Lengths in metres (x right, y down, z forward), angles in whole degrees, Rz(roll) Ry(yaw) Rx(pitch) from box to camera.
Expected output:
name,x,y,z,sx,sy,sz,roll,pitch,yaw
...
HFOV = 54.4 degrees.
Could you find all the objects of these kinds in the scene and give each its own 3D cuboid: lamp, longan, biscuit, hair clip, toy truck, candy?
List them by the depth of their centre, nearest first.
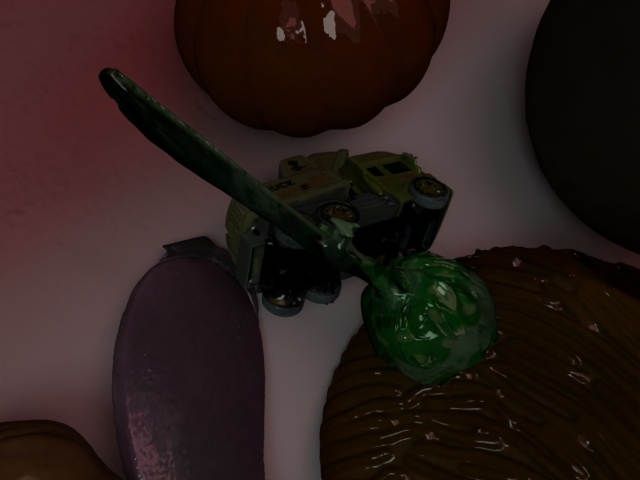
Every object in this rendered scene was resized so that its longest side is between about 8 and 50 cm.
name,x,y,z,sx,sy,sz,roll,pitch,yaw
candy,0.002,-0.001,0.394,0.323,0.097,0.097,36,63,-31
hair clip,-0.077,0.164,0.441,0.110,0.095,0.358,-10,77,-9
biscuit,0.148,0.143,0.457,0.040,0.318,0.318,56,49,-54
lamp,-0.009,-0.187,0.502,0.223,0.196,0.223,-5,58,9
toy truck,0.006,-0.021,0.519,0.191,0.085,0.116,-17,49,-31
longan,0.373,-0.152,0.595,0.361,0.361,0.361,7,73,-23

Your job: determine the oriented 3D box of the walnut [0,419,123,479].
name,x,y,z,sx,sy,sz,roll,pitch,yaw
walnut,-0.188,0.181,0.354,0.167,0.149,0.166,-9,111,-24
